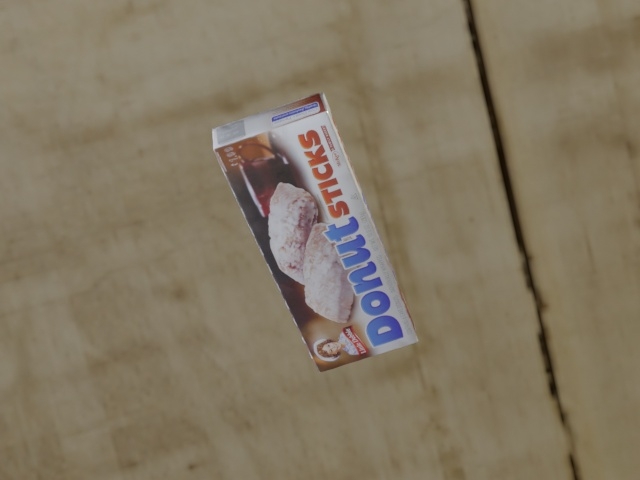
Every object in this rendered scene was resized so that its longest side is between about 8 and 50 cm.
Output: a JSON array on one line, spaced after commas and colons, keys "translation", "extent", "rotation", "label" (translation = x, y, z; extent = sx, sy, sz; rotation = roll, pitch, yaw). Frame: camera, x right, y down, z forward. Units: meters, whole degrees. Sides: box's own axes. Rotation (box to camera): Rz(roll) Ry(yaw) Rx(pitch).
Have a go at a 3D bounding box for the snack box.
[{"translation": [0.000, 0.000, 0.822], "extent": [0.064, 0.178, 0.022], "rotation": [-19, -141, 6], "label": "snack box"}]
